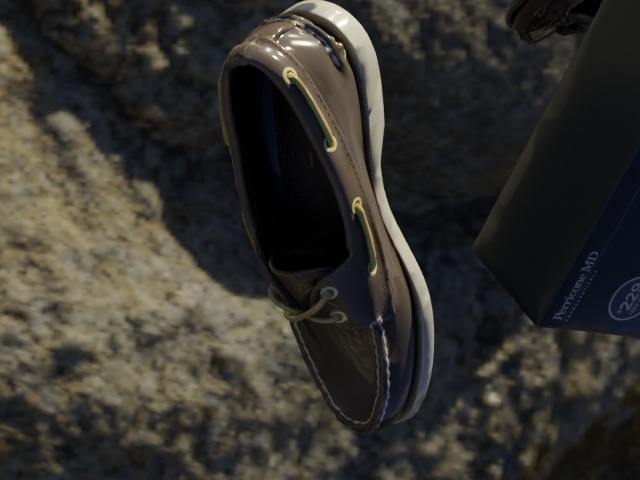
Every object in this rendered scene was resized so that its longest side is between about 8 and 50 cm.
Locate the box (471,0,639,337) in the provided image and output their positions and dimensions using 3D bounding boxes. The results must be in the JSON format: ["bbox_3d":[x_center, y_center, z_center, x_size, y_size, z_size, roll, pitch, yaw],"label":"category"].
[{"bbox_3d":[0.250,-0.063,1.145,0.184,0.103,0.261,9,120,-32],"label":"box"}]

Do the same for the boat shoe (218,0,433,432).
[{"bbox_3d":[0.000,0.000,1.167,0.096,0.116,0.324,-35,123,-45],"label":"boat shoe"}]

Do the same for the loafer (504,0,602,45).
[{"bbox_3d":[0.288,-0.263,1.732,0.109,0.302,0.095,-28,83,-26],"label":"loafer"}]
